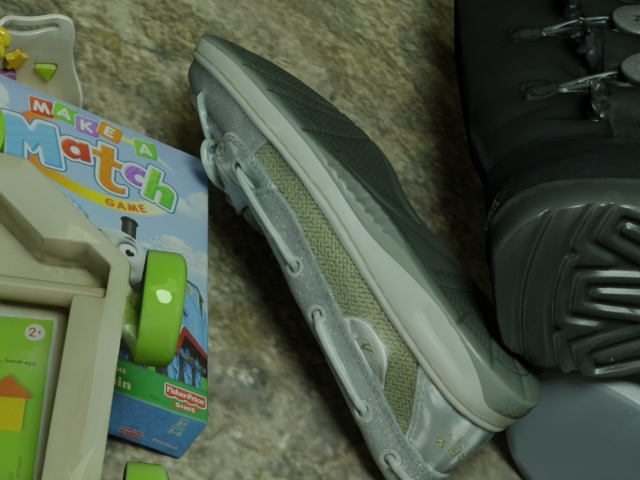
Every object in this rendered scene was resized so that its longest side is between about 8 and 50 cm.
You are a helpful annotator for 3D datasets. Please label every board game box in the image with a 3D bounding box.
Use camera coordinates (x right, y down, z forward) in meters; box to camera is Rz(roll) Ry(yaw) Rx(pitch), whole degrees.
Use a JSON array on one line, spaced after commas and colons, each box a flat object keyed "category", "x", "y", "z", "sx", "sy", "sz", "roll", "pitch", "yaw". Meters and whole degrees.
[{"category": "board game box", "x": -0.140, "y": 0.006, "z": 0.848, "sx": 0.160, "sy": 0.039, "sz": 0.211, "roll": 22, "pitch": 37, "yaw": -24}]

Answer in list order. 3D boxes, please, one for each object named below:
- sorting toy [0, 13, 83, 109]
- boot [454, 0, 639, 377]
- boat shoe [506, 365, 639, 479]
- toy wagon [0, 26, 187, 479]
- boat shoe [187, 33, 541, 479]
[{"category": "sorting toy", "x": -0.185, "y": -0.108, "z": 0.932, "sx": 0.083, "sy": 0.075, "sz": 0.045, "roll": -7, "pitch": 52, "yaw": -37}, {"category": "boot", "x": 0.270, "y": -0.062, "z": 1.013, "sx": 0.367, "sy": 0.146, "sz": 0.445, "roll": 12, "pitch": 26, "yaw": -5}, {"category": "boat shoe", "x": 0.295, "y": 0.163, "z": 0.901, "sx": 0.367, "sy": 0.135, "sz": 0.156, "roll": 30, "pitch": 35, "yaw": 16}, {"category": "toy wagon", "x": -0.197, "y": 0.034, "z": 0.692, "sx": 0.267, "sy": 0.068, "sz": 0.344, "roll": 8, "pitch": 50, "yaw": -9}, {"category": "boat shoe", "x": 0.002, "y": 0.001, "z": 0.906, "sx": 0.320, "sy": 0.103, "sz": 0.118, "roll": 53, "pitch": 18, "yaw": 24}]
